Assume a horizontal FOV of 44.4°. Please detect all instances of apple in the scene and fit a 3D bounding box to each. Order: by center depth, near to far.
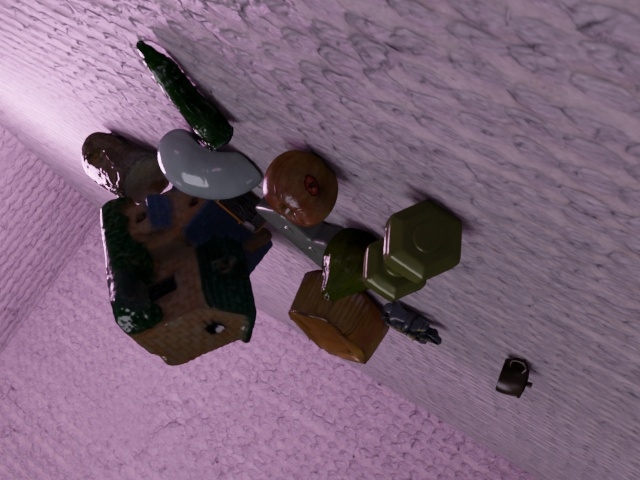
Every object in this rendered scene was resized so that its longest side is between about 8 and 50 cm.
[{"bbox_3d":[-0.031,-0.086,1.279,0.126,0.102,0.126,29,162,10],"label":"apple"}]

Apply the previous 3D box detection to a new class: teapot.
[{"bbox_3d":[0.417,0.291,1.663,0.068,0.076,0.121,19,134,18],"label":"teapot"}]

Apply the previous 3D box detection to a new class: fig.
[{"bbox_3d":[0.055,0.056,1.480,0.123,0.156,0.123,28,162,10],"label":"fig"}]

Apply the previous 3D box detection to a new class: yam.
[{"bbox_3d":[-0.509,-0.186,2.034,0.254,0.154,0.154,21,163,35],"label":"yam"}]

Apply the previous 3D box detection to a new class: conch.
[{"bbox_3d":[-0.226,-0.144,1.577,0.221,0.121,0.185,24,-165,22],"label":"conch"}]

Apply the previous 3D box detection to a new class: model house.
[{"bbox_3d":[-0.302,0.060,1.929,0.334,0.342,0.382,53,-162,-50],"label":"model house"}]

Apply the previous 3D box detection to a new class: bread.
[{"bbox_3d":[0.053,0.192,2.029,0.204,0.156,0.288,10,152,43],"label":"bread"}]

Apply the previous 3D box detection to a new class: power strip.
[{"bbox_3d":[-0.001,0.000,1.634,0.265,0.059,0.193,42,166,-30],"label":"power strip"}]

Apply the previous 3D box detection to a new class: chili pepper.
[{"bbox_3d":[-0.233,-0.246,1.298,0.088,0.059,0.227,40,172,48],"label":"chili pepper"}]

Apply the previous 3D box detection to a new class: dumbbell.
[{"bbox_3d":[0.139,0.024,1.249,0.108,0.121,0.302,5,169,-4],"label":"dumbbell"}]

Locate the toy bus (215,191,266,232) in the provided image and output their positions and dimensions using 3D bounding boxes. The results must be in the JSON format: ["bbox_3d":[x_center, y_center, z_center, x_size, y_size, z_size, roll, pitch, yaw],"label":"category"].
[{"bbox_3d":[-0.190,-0.089,1.750,0.162,0.070,0.074,41,166,-26],"label":"toy bus"}]

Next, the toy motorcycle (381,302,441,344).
[{"bbox_3d":[0.202,0.192,1.852,0.124,0.061,0.193,43,167,-28],"label":"toy motorcycle"}]
